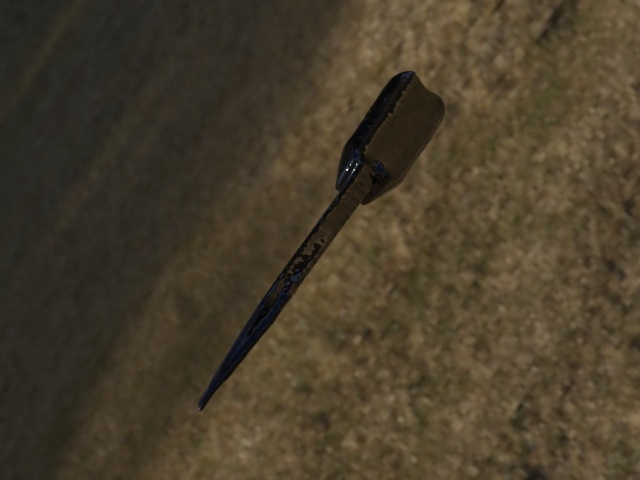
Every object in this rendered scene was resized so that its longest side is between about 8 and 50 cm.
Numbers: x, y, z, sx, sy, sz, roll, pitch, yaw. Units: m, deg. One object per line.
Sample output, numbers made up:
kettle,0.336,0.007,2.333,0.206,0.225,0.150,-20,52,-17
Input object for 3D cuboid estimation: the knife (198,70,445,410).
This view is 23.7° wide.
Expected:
knife,0.000,0.000,0.546,0.060,0.028,0.230,-55,0,30
